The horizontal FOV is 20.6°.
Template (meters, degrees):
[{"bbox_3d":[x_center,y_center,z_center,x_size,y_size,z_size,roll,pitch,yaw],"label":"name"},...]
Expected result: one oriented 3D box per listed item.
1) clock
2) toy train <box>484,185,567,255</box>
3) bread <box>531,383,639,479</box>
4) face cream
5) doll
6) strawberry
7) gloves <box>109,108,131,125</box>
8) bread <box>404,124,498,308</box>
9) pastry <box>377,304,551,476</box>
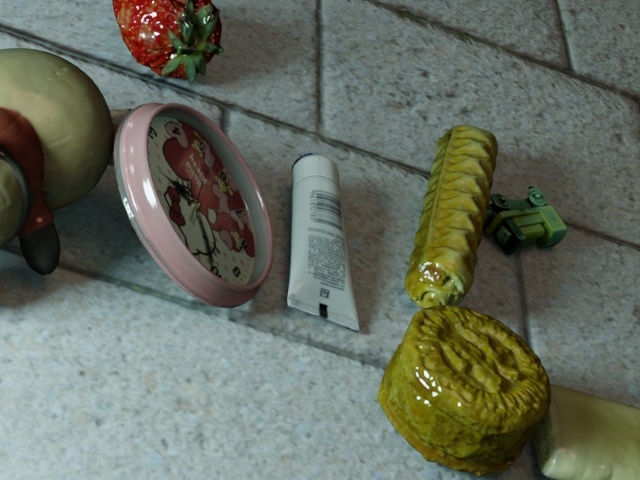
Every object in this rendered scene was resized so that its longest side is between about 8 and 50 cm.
[{"bbox_3d":[-0.137,-0.039,1.911,0.244,0.056,0.244,44,32,-37],"label":"clock"},{"bbox_3d":[0.253,-0.024,2.236,0.122,0.050,0.081,-11,60,-41],"label":"toy train"},{"bbox_3d":[0.317,0.230,1.939,0.178,0.060,0.139,18,35,-13],"label":"bread"},{"bbox_3d":[0.000,0.000,2.029,0.092,0.058,0.244,20,41,-21],"label":"face cream"},{"bbox_3d":[-0.335,-0.091,1.804,0.235,0.174,0.330,31,34,0],"label":"doll"},{"bbox_3d":[-0.199,-0.266,2.186,0.148,0.131,0.131,10,25,29],"label":"strawberry"},{"bbox_3d":[-0.248,-0.142,2.049,0.081,0.037,0.044,10,-1,1],"label":"gloves"},{"bbox_3d":[0.163,-0.035,2.153,0.084,0.077,0.367,-3,31,14],"label":"bread"},{"bbox_3d":[0.154,0.157,1.884,0.188,0.103,0.189,19,35,-14],"label":"pastry"}]
